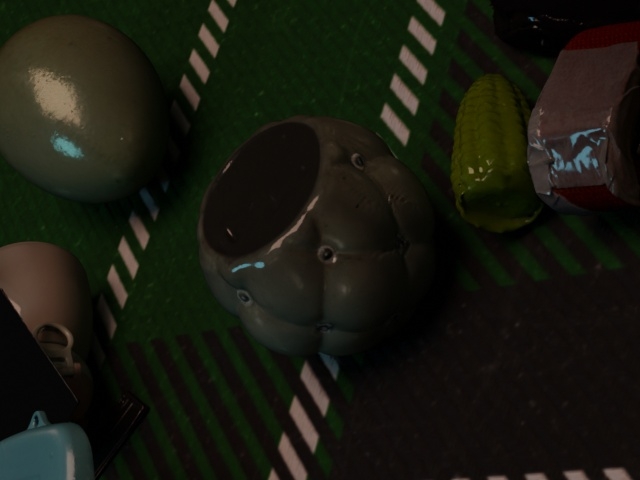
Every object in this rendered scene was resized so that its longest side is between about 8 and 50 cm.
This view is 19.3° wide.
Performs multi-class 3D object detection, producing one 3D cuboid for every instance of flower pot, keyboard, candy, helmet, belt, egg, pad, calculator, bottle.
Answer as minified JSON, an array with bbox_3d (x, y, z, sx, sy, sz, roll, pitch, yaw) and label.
[{"bbox_3d":[0.000,0.000,1.888,0.246,0.195,0.246,-26,42,27],"label":"flower pot"},{"bbox_3d":[-0.249,0.237,2.093,0.155,0.010,0.053,-52,37,-4],"label":"keyboard"},{"bbox_3d":[0.177,-0.098,1.883,0.096,0.097,0.209,-30,34,25],"label":"candy"},{"bbox_3d":[0.254,-0.327,1.934,0.305,0.177,0.225,-9,54,40],"label":"helmet"},{"bbox_3d":[0.272,-0.115,1.760,0.124,0.128,0.201,-3,53,46],"label":"belt"},{"bbox_3d":[-0.295,-0.154,2.321,0.218,0.218,0.295,-45,47,6],"label":"egg"},{"bbox_3d":[-0.352,0.193,2.088,0.170,0.006,0.245,52,131,23],"label":"pad"},{"bbox_3d":[-0.290,0.358,1.855,0.256,0.054,0.386,-20,63,52],"label":"calculator"},{"bbox_3d":[-0.327,0.130,2.170,0.147,0.147,0.236,-35,47,20],"label":"bottle"}]
